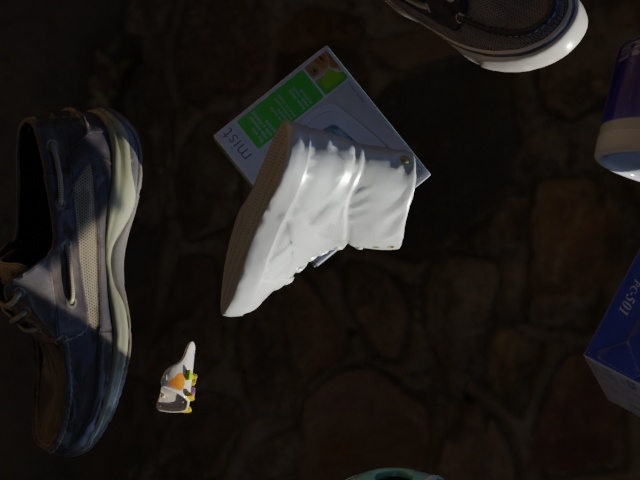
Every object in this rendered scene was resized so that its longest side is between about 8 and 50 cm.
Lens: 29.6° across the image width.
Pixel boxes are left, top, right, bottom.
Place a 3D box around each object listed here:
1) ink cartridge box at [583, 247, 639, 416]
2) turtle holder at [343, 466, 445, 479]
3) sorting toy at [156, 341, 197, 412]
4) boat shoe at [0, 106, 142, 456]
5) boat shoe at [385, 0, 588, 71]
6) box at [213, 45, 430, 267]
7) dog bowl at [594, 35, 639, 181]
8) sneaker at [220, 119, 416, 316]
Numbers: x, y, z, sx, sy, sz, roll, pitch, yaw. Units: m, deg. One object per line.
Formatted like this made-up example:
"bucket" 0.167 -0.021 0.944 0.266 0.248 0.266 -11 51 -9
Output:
"ink cartridge box" 0.240 0.069 0.873 0.097 0.046 0.207 -60 157 -5
"turtle holder" 0.138 0.451 1.742 0.227 0.320 0.243 89 25 -61
"sorting toy" -0.170 0.166 1.495 0.083 0.044 0.075 112 -7 -60
"boat shoe" -0.271 0.039 1.219 0.130 0.132 0.355 5 88 -37
"boat shoe" 0.145 -0.307 1.388 0.127 0.340 0.158 -53 132 -4
"box" 0.000 -0.128 1.915 0.262 0.231 0.127 52 -2 1
"dog bowl" 0.381 -0.098 1.061 0.265 0.264 0.104 17 84 -62
"sneaker" 0.000 0.000 1.274 0.292 0.169 0.108 121 -27 -51
